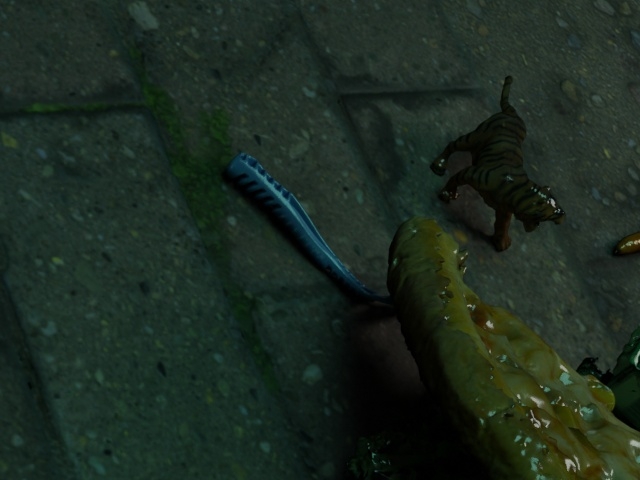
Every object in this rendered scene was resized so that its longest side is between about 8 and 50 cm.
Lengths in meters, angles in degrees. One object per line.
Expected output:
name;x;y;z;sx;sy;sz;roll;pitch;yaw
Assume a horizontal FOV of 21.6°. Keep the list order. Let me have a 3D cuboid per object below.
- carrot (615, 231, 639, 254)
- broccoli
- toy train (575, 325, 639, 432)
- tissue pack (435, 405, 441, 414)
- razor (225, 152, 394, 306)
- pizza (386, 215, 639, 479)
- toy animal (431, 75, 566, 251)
carrot;0.430;-0.011;2.097;0.190;0.037;0.037;-20;72;-42
broccoli;0.115;0.225;1.607;0.167;0.160;0.154;40;70;4
toy train;0.393;0.218;1.815;0.269;0.154;0.115;44;46;-1
tissue pack;0.203;0.198;1.760;0.148;0.060;0.108;48;42;2
razor;0.000;0.000;1.774;0.253;0.042;0.082;42;2;-1
pizza;0.205;0.169;1.578;0.435;0.080;0.392;42;18;1
toy animal;0.208;-0.113;1.955;0.114;0.116;0.255;23;47;-22
